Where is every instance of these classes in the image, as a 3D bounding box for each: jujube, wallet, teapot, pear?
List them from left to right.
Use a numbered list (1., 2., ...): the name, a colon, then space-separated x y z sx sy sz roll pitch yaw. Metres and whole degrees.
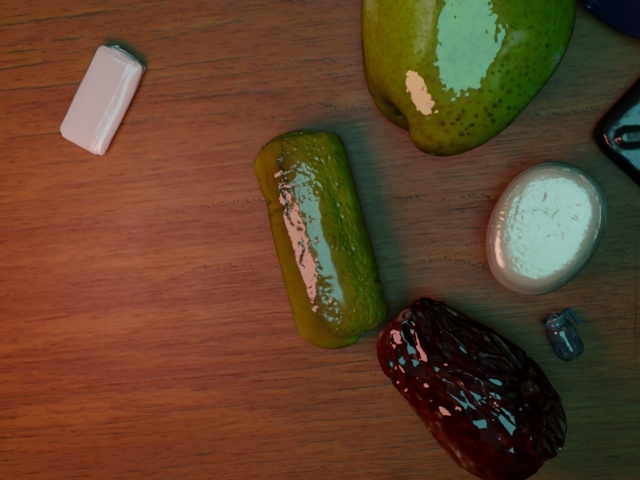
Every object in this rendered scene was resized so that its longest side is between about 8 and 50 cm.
1. wallet: -0.382 -0.250 1.411 0.095 0.033 0.190 27 99 -1
2. pear: 0.210 -0.291 1.263 0.342 0.238 0.318 16 90 2
3. jujube: 0.243 0.248 1.353 0.342 0.216 0.216 44 98 4
4. teapot: 0.427 0.162 1.392 0.063 0.049 0.083 -27 94 7

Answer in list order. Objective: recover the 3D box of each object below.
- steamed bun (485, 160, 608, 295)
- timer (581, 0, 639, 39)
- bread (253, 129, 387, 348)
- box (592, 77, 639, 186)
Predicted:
1. steamed bun: 0.371 -0.019 1.333 0.177 0.130 0.228 25 100 11
2. timer: 0.582 -0.521 1.222 0.270 0.270 0.384 32 83 0
3. bread: 0.000 0.000 1.373 0.166 0.112 0.384 -14 95 6
4. box: 0.645 -0.181 1.321 0.290 0.073 0.289 42 98 -2
